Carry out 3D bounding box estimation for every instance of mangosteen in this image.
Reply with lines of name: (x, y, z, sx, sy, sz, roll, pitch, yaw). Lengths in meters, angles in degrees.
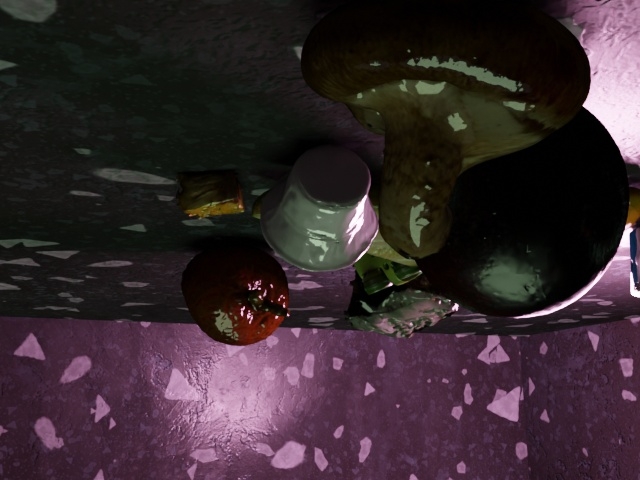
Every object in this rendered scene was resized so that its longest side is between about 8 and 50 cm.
mangosteen: (0.229, -0.046, 0.975, 0.300, 0.300, 0.300, -1, 167, 0)

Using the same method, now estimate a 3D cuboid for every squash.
squash: (0.034, -0.040, 1.350, 0.289, 0.111, 0.203, -4, 147, 1)

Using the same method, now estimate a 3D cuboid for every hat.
hat: (0.008, -0.064, 1.159, 0.203, 0.203, 0.126, 2, 150, -11)

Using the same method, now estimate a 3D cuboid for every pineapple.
pineapple: (-0.172, -0.082, 1.295, 0.137, 0.069, 0.116, 0, 165, -46)

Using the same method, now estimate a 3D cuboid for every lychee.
lychee: (-0.192, 0.128, 1.774, 0.255, 0.255, 0.300, 10, -165, -37)

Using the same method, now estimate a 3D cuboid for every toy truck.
toy truck: (0.171, 0.005, 1.521, 0.210, 0.148, 0.187, -17, 172, -28)

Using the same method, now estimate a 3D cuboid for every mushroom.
mushroom: (0.133, -0.137, 0.744, 0.267, 0.254, 0.267, -24, 174, -2)

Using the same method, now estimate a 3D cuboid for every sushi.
sushi: (0.180, 0.101, 1.791, 0.234, 0.207, 0.348, 18, 155, -22)

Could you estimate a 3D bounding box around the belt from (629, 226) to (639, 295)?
belt: (0.831, 0.051, 1.647, 0.300, 0.173, 0.436, -7, 165, 36)

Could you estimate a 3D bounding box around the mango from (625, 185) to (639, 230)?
mango: (0.539, -0.054, 1.406, 0.098, 0.075, 0.190, -4, 161, -9)
